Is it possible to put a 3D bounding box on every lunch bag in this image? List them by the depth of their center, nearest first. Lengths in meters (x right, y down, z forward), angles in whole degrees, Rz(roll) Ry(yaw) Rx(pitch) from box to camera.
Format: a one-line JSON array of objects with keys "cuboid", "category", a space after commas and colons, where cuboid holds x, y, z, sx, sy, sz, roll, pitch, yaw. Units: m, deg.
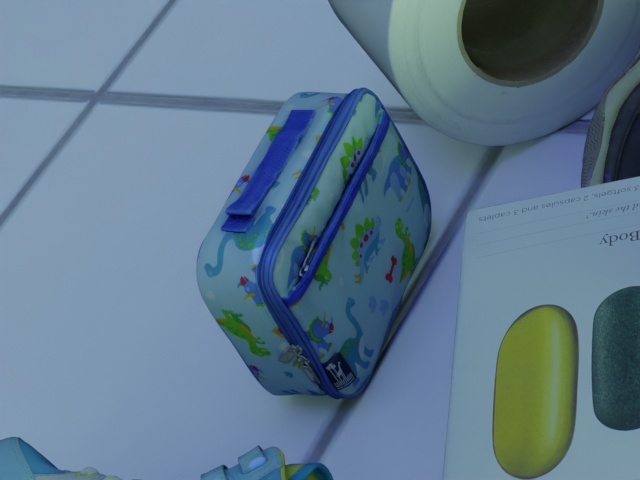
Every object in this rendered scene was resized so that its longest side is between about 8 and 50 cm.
[{"cuboid": [0.000, 0.000, 1.296, 0.090, 0.176, 0.219, 1, 47, 33], "category": "lunch bag"}]

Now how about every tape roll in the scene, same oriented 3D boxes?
[{"cuboid": [0.139, -0.223, 1.401, 0.246, 0.246, 0.169, -31, 39, -2], "category": "tape roll"}]

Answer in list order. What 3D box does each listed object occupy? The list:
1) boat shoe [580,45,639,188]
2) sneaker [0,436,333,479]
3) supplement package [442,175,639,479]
[{"cuboid": [0.288, -0.081, 1.242, 0.130, 0.132, 0.355, -1, 48, 32], "category": "boat shoe"}, {"cuboid": [-0.107, 0.199, 1.191, 0.208, 0.127, 0.319, -41, 49, -12], "category": "sneaker"}, {"cuboid": [0.202, 0.120, 1.020, 0.199, 0.198, 0.263, -11, 42, 21], "category": "supplement package"}]
